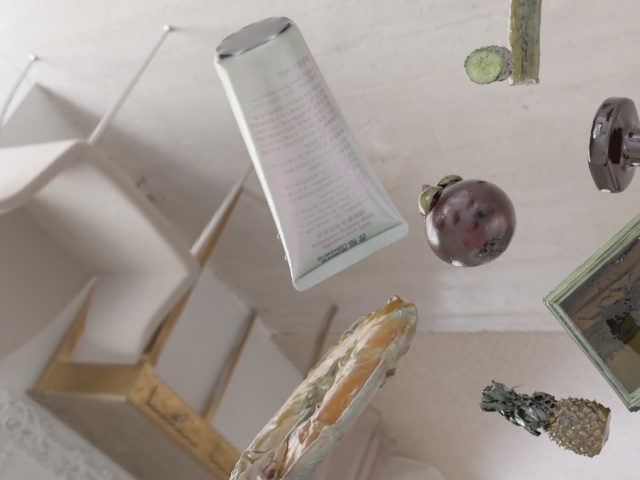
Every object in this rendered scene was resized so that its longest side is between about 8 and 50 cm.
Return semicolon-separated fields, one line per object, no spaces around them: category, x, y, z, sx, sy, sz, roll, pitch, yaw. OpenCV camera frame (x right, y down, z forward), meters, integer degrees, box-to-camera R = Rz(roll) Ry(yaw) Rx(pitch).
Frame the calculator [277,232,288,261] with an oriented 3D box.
calculator;0.000;0.000;1.554;0.141;0.019;0.094;-12;129;9

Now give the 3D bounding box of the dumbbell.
dumbbell;0.487;-0.123;1.220;0.225;0.124;0.140;10;148;37

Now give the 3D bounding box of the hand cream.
hand cream;-0.021;-0.119;1.217;0.358;0.185;0.118;65;170;-22

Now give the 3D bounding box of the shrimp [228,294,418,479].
shrimp;-0.016;0.166;0.741;0.062;0.317;0.164;40;160;0

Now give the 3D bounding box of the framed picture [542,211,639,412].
framed picture;0.420;0.084;1.156;0.197;0.014;0.252;54;134;19

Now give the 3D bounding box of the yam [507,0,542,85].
yam;0.464;-0.534;2.029;0.083;0.083;0.371;6;107;24

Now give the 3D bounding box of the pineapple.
pineapple;0.279;0.217;1.125;0.159;0.074;0.074;14;147;26

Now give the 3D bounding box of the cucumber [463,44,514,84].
cucumber;0.250;-0.255;1.300;0.058;0.187;0.058;4;103;17

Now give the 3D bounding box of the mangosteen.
mangosteen;0.261;-0.045;1.654;0.200;0.200;0.200;15;146;11
